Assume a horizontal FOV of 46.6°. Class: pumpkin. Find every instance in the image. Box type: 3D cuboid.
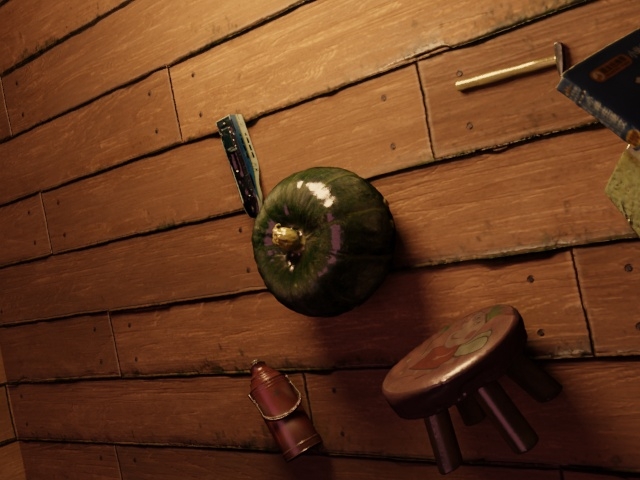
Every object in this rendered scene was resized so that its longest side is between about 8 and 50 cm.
[{"bbox_3d":[0.000,0.000,1.440,0.300,0.207,0.300,-2,87,38],"label":"pumpkin"}]

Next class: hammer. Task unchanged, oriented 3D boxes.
[{"bbox_3d":[0.319,-0.281,1.263,0.199,0.013,0.062,-8,92,39],"label":"hammer"}]

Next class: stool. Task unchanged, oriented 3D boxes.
[{"bbox_3d":[0.258,0.248,1.260,0.272,0.272,0.178,-31,94,38],"label":"stool"}]

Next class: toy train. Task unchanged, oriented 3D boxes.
[{"bbox_3d":[-0.167,-0.162,1.648,0.052,0.051,0.234,-21,87,39],"label":"toy train"}]

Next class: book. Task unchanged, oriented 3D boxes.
[{"bbox_3d":[0.549,-0.130,0.935,0.428,0.300,0.039,46,149,23],"label":"book"}]

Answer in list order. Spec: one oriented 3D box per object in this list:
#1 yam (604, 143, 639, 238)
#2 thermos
[{"bbox_3d":[0.525,-0.047,1.022,0.271,0.201,0.202,48,154,22],"label":"yam"},{"bbox_3d":[-0.092,0.369,1.652,0.232,0.099,0.124,57,164,18],"label":"thermos"}]
